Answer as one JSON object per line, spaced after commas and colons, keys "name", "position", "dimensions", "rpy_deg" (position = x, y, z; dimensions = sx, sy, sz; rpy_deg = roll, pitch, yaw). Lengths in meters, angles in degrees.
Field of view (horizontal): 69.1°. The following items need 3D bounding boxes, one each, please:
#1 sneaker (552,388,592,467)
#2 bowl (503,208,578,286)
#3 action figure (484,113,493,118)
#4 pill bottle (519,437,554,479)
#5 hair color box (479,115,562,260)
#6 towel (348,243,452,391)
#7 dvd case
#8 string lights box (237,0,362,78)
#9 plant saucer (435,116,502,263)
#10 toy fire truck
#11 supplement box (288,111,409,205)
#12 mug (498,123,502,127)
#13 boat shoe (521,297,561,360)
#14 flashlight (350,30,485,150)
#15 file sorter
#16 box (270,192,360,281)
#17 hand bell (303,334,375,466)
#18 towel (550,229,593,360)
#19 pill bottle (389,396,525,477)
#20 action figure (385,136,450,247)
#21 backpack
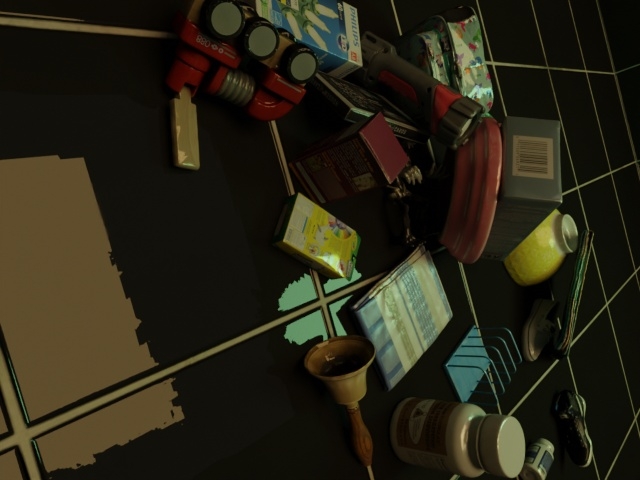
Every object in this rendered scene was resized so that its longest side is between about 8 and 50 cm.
{"name": "sneaker", "position": [0.762, 0.570, 1.428], "dimensions": [0.121, 0.079, 0.216], "rpy_deg": [30, 54, -31]}
{"name": "bowl", "position": [0.677, -0.008, 1.409], "dimensions": [0.290, 0.156, 0.289], "rpy_deg": [10, 75, -41]}
{"name": "action figure", "position": [0.451, -0.329, 1.331], "dimensions": [0.232, 0.064, 0.137], "rpy_deg": [18, 68, -35]}
{"name": "pill bottle", "position": [0.591, 0.599, 1.265], "dimensions": [0.120, 0.067, 0.067], "rpy_deg": [-30, 102, -41]}
{"name": "hair color box", "position": [0.424, -0.098, 1.075], "dimensions": [0.374, 0.114, 0.185], "rpy_deg": [80, 18, -70]}
{"name": "towel", "position": [0.184, 0.156, 1.010], "dimensions": [0.285, 0.034, 0.209], "rpy_deg": [-36, 108, -39]}
{"name": "dvd case", "position": [0.094, -0.273, 0.947], "dimensions": [0.239, 0.029, 0.179], "rpy_deg": [5, 37, -42]}
{"name": "string lights box", "position": [-0.039, -0.416, 0.893], "dimensions": [0.260, 0.077, 0.133], "rpy_deg": [2, 80, -42]}
{"name": "plant saucer", "position": [0.325, -0.114, 1.060], "dimensions": [0.332, 0.084, 0.331], "rpy_deg": [8, 90, -84]}
{"name": "toy fire truck", "position": [-0.145, -0.238, 0.740], "dimensions": [0.217, 0.246, 0.158], "rpy_deg": [17, 27, -41]}
{"name": "supplement box", "position": [0.047, -0.141, 0.839], "dimensions": [0.104, 0.188, 0.080], "rpy_deg": [55, 50, -19]}
{"name": "mug", "position": [0.478, -0.235, 1.288], "dimensions": [0.113, 0.150, 0.169], "rpy_deg": [1, 102, -1]}
{"name": "boat shoe", "position": [0.667, 0.261, 1.397], "dimensions": [0.083, 0.076, 0.226], "rpy_deg": [48, 54, -24]}
{"name": "flashlight", "position": [0.185, -0.306, 0.959], "dimensions": [0.103, 0.304, 0.103], "rpy_deg": [-47, 158, -10]}
{"name": "file sorter", "position": [0.396, 0.300, 1.124], "dimensions": [0.170, 0.105, 0.118], "rpy_deg": [-35, 105, -40]}
{"name": "box", "position": [0.000, 0.000, 0.868], "dimensions": [0.179, 0.043, 0.105], "rpy_deg": [32, 61, -31]}
{"name": "hand bell", "position": [0.059, 0.306, 0.839], "dimensions": [0.126, 0.126, 0.241], "rpy_deg": [-31, 116, -42]}
{"name": "towel", "position": [0.763, 0.176, 1.415], "dimensions": [0.271, 0.040, 0.369], "rpy_deg": [37, 68, -61]}
{"name": "pill bottle", "position": [0.260, 0.380, 0.897], "dimensions": [0.131, 0.229, 0.131], "rpy_deg": [11, 74, -41]}
{"name": "action figure", "position": [0.194, -0.133, 1.008], "dimensions": [0.164, 0.141, 0.275], "rpy_deg": [-21, 99, -38]}
{"name": "backpack", "position": [0.270, -0.371, 1.071], "dimensions": [0.191, 0.225, 0.253], "rpy_deg": [-30, 105, -19]}
